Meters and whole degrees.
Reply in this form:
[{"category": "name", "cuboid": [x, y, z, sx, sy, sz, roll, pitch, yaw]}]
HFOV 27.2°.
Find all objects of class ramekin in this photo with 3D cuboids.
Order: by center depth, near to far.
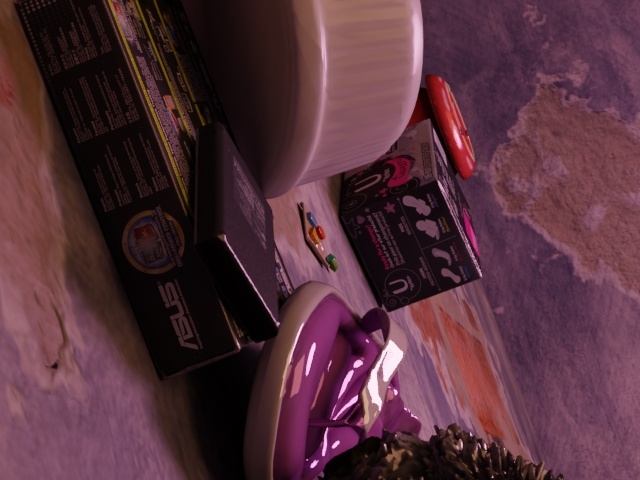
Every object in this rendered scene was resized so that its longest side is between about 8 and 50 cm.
[{"category": "ramekin", "cuboid": [-0.019, -0.173, 1.098, 0.273, 0.127, 0.272, 170, -90, -67]}]

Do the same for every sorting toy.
[{"category": "sorting toy", "cuboid": [0.000, 0.000, 1.501, 0.083, 0.012, 0.062, 56, 17, -48]}]

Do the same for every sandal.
[{"category": "sandal", "cuboid": [0.035, 0.125, 1.069, 0.416, 0.102, 0.169, 24, 73, -76]}]

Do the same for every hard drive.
[{"category": "hard drive", "cuboid": [-0.057, -0.008, 0.901, 0.135, 0.022, 0.094, -96, 162, -53]}]

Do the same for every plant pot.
[{"category": "plant pot", "cuboid": [0.135, -0.146, 2.012, 0.191, 0.174, 0.191, -19, 90, -79]}]

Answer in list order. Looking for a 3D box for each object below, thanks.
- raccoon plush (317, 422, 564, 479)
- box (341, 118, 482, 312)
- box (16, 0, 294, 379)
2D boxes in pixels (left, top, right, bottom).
[{"category": "raccoon plush", "cuboid": [0.145, 0.219, 0.799, 0.299, 0.446, 0.216, 100, -17, -86]}, {"category": "box", "cuboid": [0.120, -0.039, 1.821, 0.247, 0.142, 0.163, -87, 152, -67]}, {"category": "box", "cuboid": [-0.107, -0.051, 0.960, 0.216, 0.060, 0.270, -29, 97, -78]}]
